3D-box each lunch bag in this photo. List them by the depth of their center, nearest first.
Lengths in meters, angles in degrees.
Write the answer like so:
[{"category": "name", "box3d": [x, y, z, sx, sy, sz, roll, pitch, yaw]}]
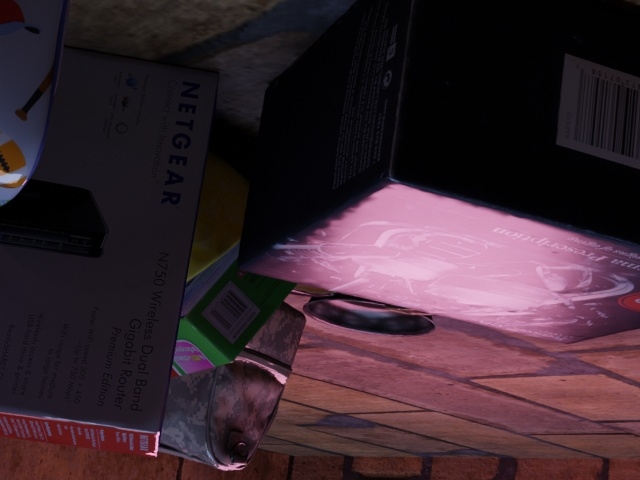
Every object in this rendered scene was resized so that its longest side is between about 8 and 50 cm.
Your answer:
[{"category": "lunch bag", "box3d": [-0.264, -0.115, 0.801, 0.115, 0.243, 0.303, 16, 163, -28]}, {"category": "lunch bag", "box3d": [-0.203, 0.182, 1.698, 0.305, 0.256, 0.212, 9, 165, 34]}]

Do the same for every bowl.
[{"category": "bowl", "box3d": [-0.216, -0.027, 1.175, 0.289, 0.289, 0.156, -14, 110, 52]}]

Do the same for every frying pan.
[{"category": "frying pan", "box3d": [0.016, 0.086, 1.697, 0.326, 0.053, 0.197, 17, 161, -24]}]

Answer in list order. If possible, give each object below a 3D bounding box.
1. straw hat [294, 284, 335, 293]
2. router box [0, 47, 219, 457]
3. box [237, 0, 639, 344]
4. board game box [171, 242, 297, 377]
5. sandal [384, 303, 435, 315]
[{"category": "straw hat", "box3d": [0.000, 0.000, 1.383, 0.144, 0.144, 0.061, 3, 122, 15]}, {"category": "router box", "box3d": [-0.258, -0.008, 0.992, 0.301, 0.335, 0.082, 8, 155, -5]}, {"category": "box", "box3d": [0.151, -0.050, 0.943, 0.343, 0.179, 0.312, 14, 164, -19]}, {"category": "board game box", "box3d": [-0.104, 0.040, 1.267, 0.064, 0.242, 0.316, 46, 154, -11]}, {"category": "sandal", "box3d": [0.175, 0.070, 1.584, 0.180, 0.049, 0.072, -11, 165, 11]}]
